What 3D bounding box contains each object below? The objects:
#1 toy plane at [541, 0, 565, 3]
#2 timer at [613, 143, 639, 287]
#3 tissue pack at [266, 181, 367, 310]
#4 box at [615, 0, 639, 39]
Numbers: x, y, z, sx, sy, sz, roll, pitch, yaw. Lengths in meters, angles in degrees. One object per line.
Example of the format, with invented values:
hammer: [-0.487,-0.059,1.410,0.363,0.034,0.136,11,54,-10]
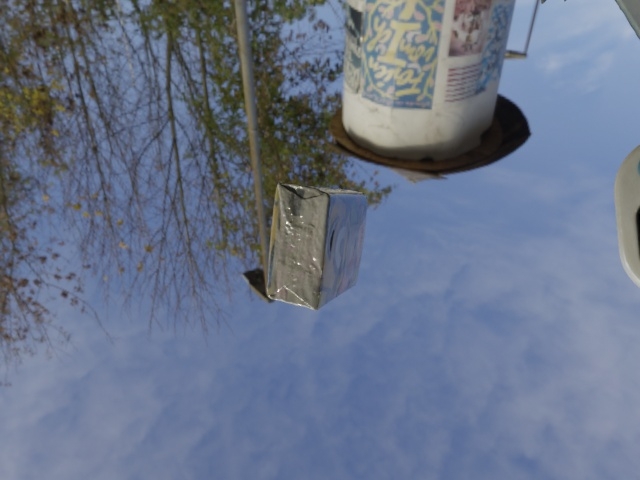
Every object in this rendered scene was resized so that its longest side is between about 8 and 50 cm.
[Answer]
toy plane: [0.368,-0.390,0.886,0.079,0.031,0.083,5,166,-38]
timer: [0.535,-0.038,0.766,0.262,0.236,0.087,-9,169,43]
tissue pack: [0.000,0.000,0.577,0.060,0.108,0.148,9,-173,17]
box: [0.424,-0.384,0.508,0.397,0.396,0.111,-26,-154,46]
